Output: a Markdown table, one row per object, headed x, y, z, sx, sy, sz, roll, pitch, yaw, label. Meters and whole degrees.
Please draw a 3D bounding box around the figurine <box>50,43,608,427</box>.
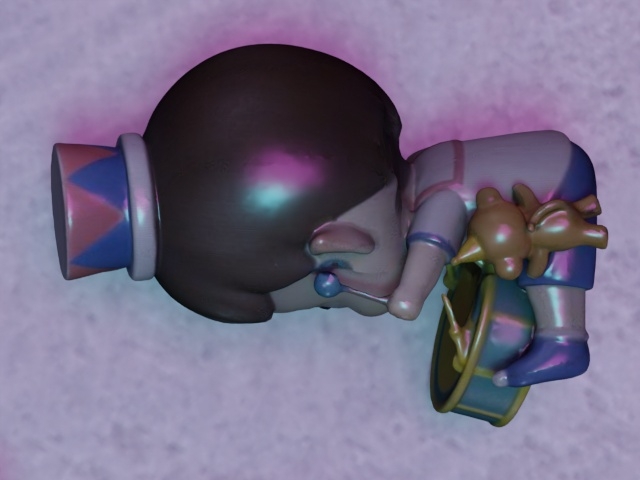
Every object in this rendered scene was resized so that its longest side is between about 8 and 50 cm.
| x | y | z | sx | sy | sz | roll | pitch | yaw | label |
| --- | --- | --- | --- | --- | --- | --- | --- | --- | --- |
| 0.003 | -0.008 | 0.884 | 0.275 | 0.161 | 0.158 | 18 | 114 | -4 | figurine |
